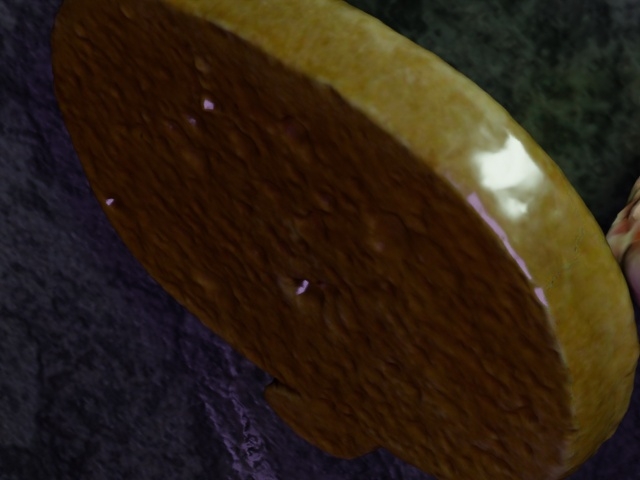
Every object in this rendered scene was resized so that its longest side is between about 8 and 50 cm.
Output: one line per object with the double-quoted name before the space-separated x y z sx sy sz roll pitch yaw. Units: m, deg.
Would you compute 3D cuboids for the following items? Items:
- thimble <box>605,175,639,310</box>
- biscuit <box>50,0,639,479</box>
"thimble" 0.271 -0.009 0.898 0.239 0.239 0.162 -30 109 34
"biscuit" 0.006 -0.005 1.021 0.394 0.070 0.350 34 150 27
